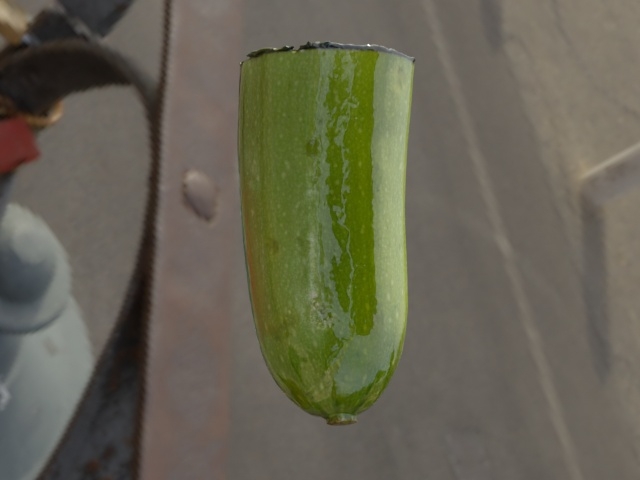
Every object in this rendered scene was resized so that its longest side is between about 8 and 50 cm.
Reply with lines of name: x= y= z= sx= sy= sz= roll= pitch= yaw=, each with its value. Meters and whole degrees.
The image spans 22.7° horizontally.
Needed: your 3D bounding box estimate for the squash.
squash: x=0.000 y=0.000 z=0.813 sx=0.095 sy=0.095 sz=0.188 roll=6 pitch=83 yaw=-45
